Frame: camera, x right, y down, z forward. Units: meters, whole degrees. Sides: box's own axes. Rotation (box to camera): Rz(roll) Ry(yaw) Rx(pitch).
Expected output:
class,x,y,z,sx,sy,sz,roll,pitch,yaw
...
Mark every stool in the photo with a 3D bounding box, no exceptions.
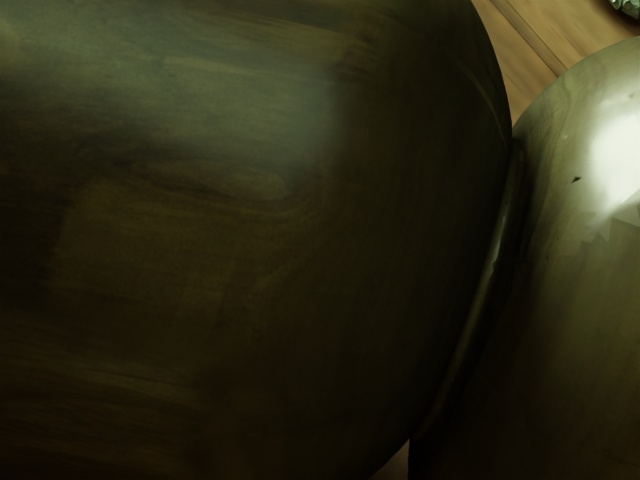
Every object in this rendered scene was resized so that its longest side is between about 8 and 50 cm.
class,x,y,z,sx,sy,sz,roll,pitch,yaw
stool,0.000,0.000,0.463,0.264,0.179,0.179,19,55,-3

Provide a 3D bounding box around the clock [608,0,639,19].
class,x,y,z,sx,sy,sz,roll,pitch,yaw
clock,0.137,-0.112,0.676,0.083,0.010,0.074,12,55,-9
